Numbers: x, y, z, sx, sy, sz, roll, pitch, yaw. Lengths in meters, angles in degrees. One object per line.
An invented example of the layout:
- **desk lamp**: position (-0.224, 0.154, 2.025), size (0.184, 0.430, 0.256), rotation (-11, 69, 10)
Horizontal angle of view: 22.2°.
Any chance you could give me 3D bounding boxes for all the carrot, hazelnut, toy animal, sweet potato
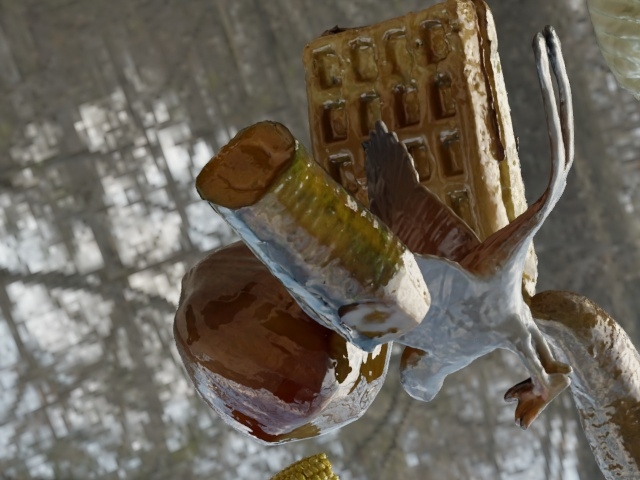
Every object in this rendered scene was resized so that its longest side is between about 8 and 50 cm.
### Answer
- **carrot**: position (0.000, 0.000, 1.085), size (0.082, 0.173, 0.082), rotation (-35, -152, 22)
- **hazelnut**: position (-0.037, 0.097, 1.546), size (0.210, 0.186, 0.210), rotation (-16, -149, 10)
- **toy animal**: position (0.151, 0.006, 1.415), size (0.284, 0.302, 0.225), rotation (-26, -171, 31)
- **sweet potato**: position (0.317, 0.185, 1.727), size (0.092, 0.341, 0.114), rotation (-13, -160, 43)

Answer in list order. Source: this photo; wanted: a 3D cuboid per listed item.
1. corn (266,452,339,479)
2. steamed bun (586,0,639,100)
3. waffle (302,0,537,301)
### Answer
- **corn**: position (-0.069, 0.281, 1.578), size (0.206, 0.067, 0.067), rotation (-34, -158, -12)
- **steamed bun**: position (0.304, -0.238, 1.008), size (0.247, 0.352, 0.339), rotation (-31, -179, -19)
- **waffle**: position (0.101, -0.081, 1.731), size (0.224, 0.327, 0.098), rotation (-8, -177, 34)
